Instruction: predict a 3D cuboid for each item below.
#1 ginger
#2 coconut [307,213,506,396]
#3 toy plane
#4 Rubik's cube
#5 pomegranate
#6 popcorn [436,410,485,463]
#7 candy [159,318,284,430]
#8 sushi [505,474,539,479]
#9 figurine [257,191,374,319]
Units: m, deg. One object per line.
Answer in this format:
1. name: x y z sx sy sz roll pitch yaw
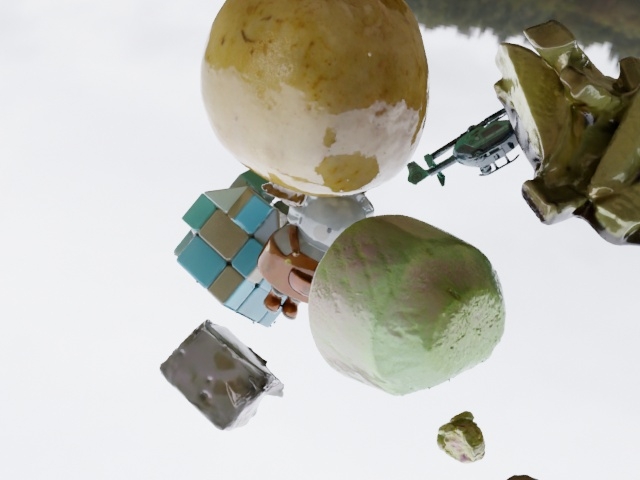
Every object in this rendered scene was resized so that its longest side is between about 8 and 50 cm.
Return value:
1. ginger: 0.445 -0.162 1.487 0.413 0.211 0.358 22 -143 -3
2. coconut: 0.092 0.075 1.214 0.204 0.236 0.236 37 -175 -41
3. toy plane: 0.251 -0.153 1.723 0.060 0.235 0.096 44 -159 -50
4. Rubik's cube: -0.107 0.011 1.754 0.224 0.213 0.265 39 -179 27
5. pomegranate: -0.001 -0.197 1.224 0.307 0.307 0.307 11 -156 -5
6. popcorn: 0.298 0.411 2.101 0.089 0.109 0.097 -43 -165 -35
7. candy: -0.169 0.242 1.792 0.185 0.137 0.195 40 176 9
8. sushi: 0.227 0.310 0.853 0.204 0.200 0.213 24 -172 -36
9. figurine: -0.003 -0.002 1.528 0.143 0.271 0.143 23 -170 -4
